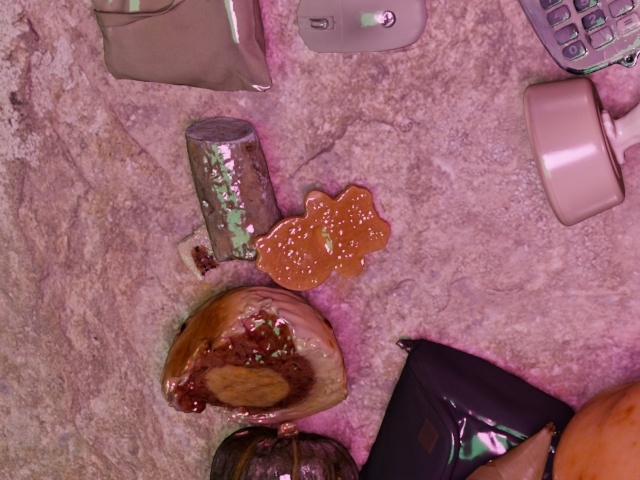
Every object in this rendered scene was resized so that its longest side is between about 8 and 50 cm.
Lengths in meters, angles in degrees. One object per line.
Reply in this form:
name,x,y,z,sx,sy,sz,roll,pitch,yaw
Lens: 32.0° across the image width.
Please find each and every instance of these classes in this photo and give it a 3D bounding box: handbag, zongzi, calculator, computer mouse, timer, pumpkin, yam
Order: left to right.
handbag,-0.191,-0.347,1.459,0.253,0.109,0.315,1,111,27
yam,-0.119,-0.073,1.542,0.107,0.107,0.194,-7,107,25
pumpkin,-0.052,0.342,1.620,0.224,0.224,0.157,4,87,21
computer mouse,0.042,-0.282,1.419,0.182,0.056,0.089,0,106,23
handbag,0.174,0.314,1.534,0.275,0.178,0.301,26,118,11
zongzi,0.239,0.371,1.423,0.256,0.115,0.228,-41,125,-8
calculator,0.303,-0.319,1.271,0.177,0.040,0.268,-23,83,29
timer,0.385,-0.132,1.283,0.266,0.175,0.175,-16,104,20

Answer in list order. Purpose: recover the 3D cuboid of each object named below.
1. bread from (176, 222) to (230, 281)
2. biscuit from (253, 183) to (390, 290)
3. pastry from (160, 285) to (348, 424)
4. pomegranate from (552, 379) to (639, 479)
bread,-0.167,0.013,1.636,0.083,0.035,0.070,-29,96,32
biscuit,0.005,0.002,1.519,0.184,0.027,0.133,-41,106,0
pastry,-0.086,0.151,1.586,0.237,0.170,0.256,24,133,-35
pomegranate,0.472,0.339,1.325,0.412,0.411,0.411,8,114,19
